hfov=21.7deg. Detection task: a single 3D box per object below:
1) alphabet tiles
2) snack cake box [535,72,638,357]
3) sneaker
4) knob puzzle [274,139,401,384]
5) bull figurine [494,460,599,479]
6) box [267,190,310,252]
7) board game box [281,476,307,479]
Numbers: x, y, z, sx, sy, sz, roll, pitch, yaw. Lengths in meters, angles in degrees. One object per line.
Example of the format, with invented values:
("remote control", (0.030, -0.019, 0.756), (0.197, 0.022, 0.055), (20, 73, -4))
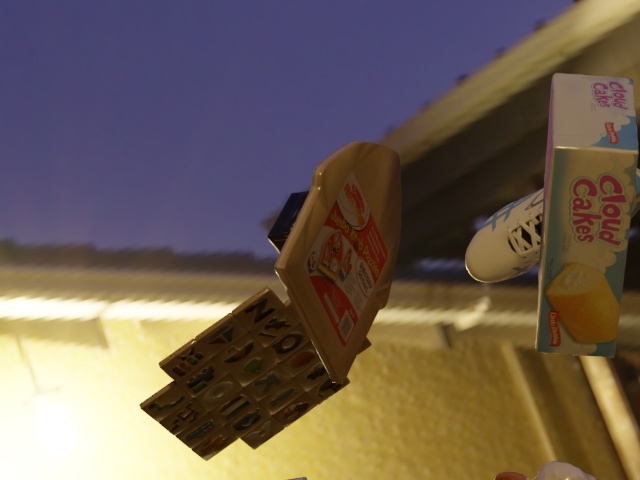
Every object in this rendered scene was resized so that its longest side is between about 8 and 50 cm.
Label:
("alphabet tiles", (-0.081, 0.178, 2.233), (0.285, 0.011, 0.342), (-36, -31, 1))
("snack cake box", (0.280, -0.026, 1.771), (0.089, 0.152, 0.264), (4, -54, 7))
("sneaker", (0.271, -0.024, 1.955), (0.237, 0.085, 0.086), (-29, -8, 14))
("knob puzzle", (0.020, -0.003, 1.446), (0.030, 0.213, 0.213), (9, -6, 28))
("bull figurine", (0.145, 0.284, 1.112), (0.101, 0.188, 0.310), (-2, 21, 19))
("box", (0.000, 0.000, 1.632), (0.052, 0.062, 0.083), (-6, -47, 41))
("board game box", (-0.090, 0.339, 1.680), (0.160, 0.039, 0.211), (-6, -56, -12))
